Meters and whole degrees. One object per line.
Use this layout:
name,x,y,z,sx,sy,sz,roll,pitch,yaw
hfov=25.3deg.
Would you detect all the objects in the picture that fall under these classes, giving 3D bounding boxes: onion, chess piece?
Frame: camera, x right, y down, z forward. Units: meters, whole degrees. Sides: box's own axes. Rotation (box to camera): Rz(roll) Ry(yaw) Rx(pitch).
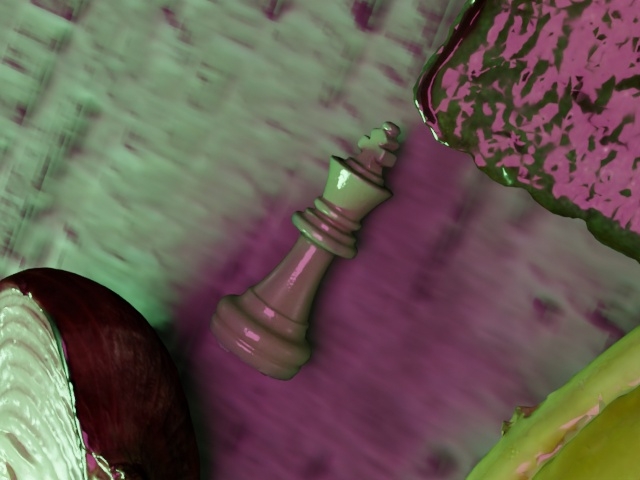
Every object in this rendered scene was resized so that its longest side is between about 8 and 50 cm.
onion,-0.115,0.117,0.790,0.151,0.098,0.206,9,103,46
chess piece,0.000,0.000,0.772,0.059,0.059,0.149,34,97,16

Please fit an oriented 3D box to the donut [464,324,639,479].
donut,0.249,0.205,0.604,0.448,0.198,0.449,1,93,20

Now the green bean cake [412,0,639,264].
green bean cake,0.160,-0.092,0.680,0.173,0.094,0.181,32,103,16
